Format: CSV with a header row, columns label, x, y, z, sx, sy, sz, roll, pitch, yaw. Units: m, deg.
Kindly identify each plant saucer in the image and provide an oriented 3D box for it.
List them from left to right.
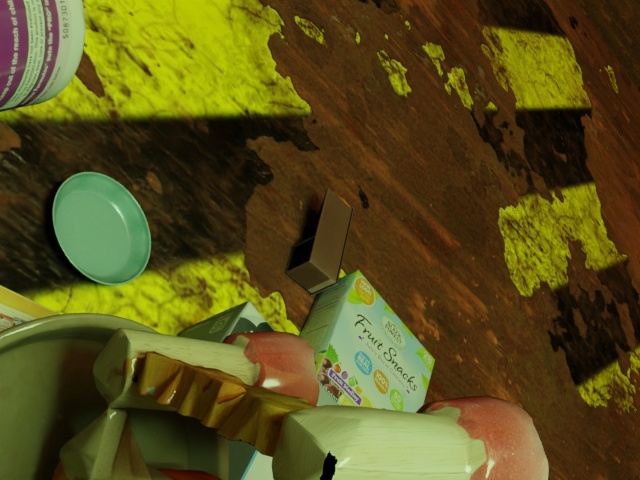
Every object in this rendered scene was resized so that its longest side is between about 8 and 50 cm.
label,x,y,z,sx,sy,sz,roll,pitch,yaw
plant saucer,-0.194,0.188,0.719,0.278,0.041,0.277,-6,99,-37
plant saucer,-0.222,-0.009,0.965,0.119,0.021,0.119,29,50,-42

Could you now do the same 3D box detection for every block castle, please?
label,x,y,z,sx,sy,sz,roll,pitch,yaw
block castle,-0.041,0.296,0.636,0.213,0.303,0.453,14,88,-39

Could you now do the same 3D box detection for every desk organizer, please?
label,x,y,z,sx,sy,sz,roll,pitch,yaw
desk organizer,0.000,0.000,1.226,0.050,0.047,0.130,41,43,-28

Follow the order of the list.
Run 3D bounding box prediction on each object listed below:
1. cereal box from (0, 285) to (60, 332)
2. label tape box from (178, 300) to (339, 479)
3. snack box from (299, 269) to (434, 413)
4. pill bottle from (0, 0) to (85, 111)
label,x,y,z,sx,sy,sz,roll,pitch,yaw
cereal box,-0.299,0.138,0.715,0.173,0.047,0.240,35,62,-36
label tape box,-0.090,0.265,0.905,0.249,0.115,0.347,52,37,-19
snack box,0.047,0.168,1.172,0.174,0.070,0.207,49,37,-22
pill bottle,-0.347,-0.167,0.765,0.301,0.169,0.169,-29,94,-55
